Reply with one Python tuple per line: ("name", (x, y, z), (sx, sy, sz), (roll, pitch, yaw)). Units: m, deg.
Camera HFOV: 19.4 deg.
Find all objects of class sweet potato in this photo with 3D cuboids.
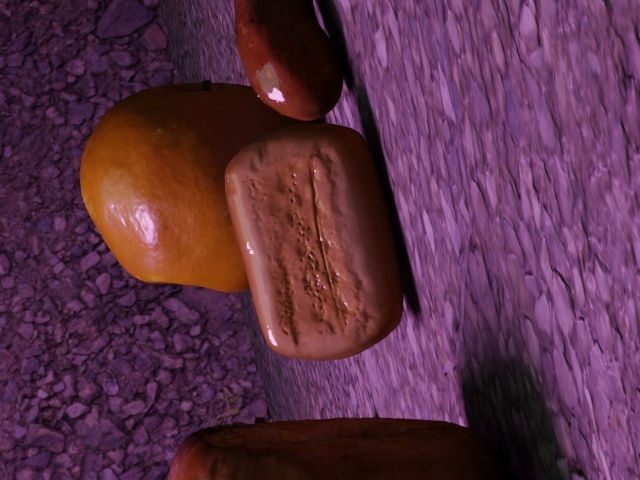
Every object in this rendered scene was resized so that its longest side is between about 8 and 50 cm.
("sweet potato", (-0.045, -0.233, 1.810), (0.097, 0.097, 0.292), (90, 166, -63))

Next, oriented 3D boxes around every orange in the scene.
("orange", (-0.129, -0.060, 2.079), (0.279, 0.279, 0.235), (-144, 51, -80))

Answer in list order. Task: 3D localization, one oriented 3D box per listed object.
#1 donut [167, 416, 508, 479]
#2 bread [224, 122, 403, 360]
("donut", (0.012, 0.218, 1.443), (0.317, 0.299, 0.150), (0, 90, 59))
("bread", (0.000, 0.000, 1.718), (0.098, 0.147, 0.217), (-16, -84, -68))
